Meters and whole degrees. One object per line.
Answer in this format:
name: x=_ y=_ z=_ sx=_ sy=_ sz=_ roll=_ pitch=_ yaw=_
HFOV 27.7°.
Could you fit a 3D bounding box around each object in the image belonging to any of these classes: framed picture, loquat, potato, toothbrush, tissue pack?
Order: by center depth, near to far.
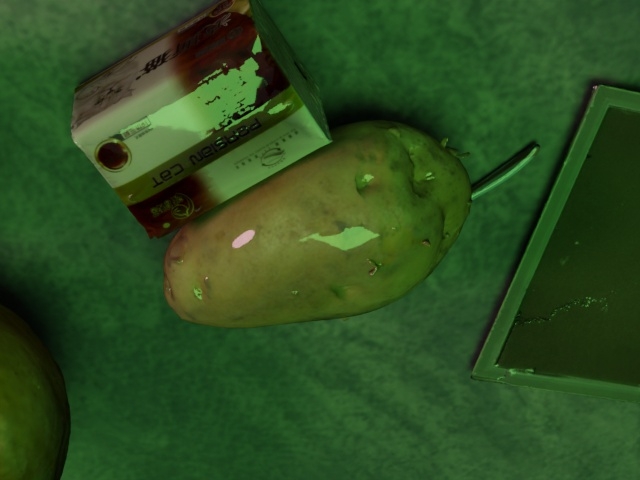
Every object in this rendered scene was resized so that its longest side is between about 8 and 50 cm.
tissue pack: x=-0.084 y=-0.089 z=0.913 sx=0.149 sy=0.099 sz=0.106 roll=-29 pitch=122 yaw=11
potato: x=-0.001 y=-0.003 z=0.958 sx=0.235 sy=0.128 sz=0.161 roll=-9 pitch=138 yaw=-9
loquat: x=-0.300 y=0.140 z=0.979 sx=0.238 sy=0.193 sz=0.238 roll=-5 pitch=104 yaw=-19
toothbrush: x=0.097 y=-0.017 z=1.038 sx=0.193 sy=0.013 sz=0.019 roll=-38 pitch=127 yaw=16
framed picture: x=0.276 y=0.016 z=1.084 sx=0.231 sy=0.018 sz=0.293 roll=10 pitch=121 yaw=-15
